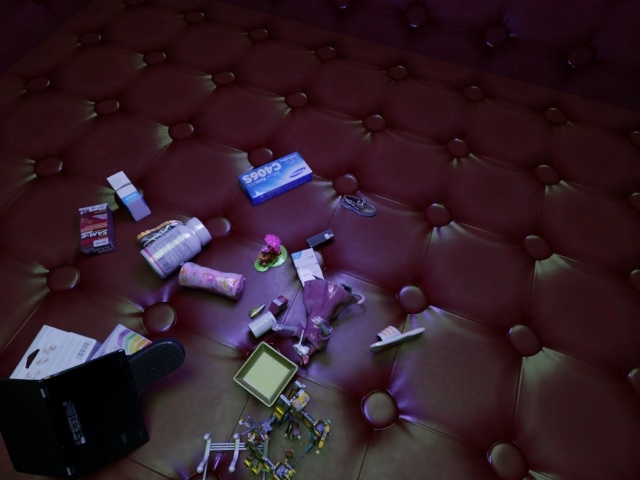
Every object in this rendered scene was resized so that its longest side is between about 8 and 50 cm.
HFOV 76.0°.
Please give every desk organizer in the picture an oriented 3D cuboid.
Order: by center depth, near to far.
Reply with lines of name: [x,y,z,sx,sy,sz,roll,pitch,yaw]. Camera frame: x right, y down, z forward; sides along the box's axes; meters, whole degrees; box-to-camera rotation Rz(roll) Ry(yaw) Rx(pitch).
desk organizer: [0.000,0.000,1.964,0.130,0.050,0.047,-25,64,-16]

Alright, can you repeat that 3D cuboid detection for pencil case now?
pencil case: [-0.479,0.174,1.804,0.284,0.124,0.124,13,60,7]

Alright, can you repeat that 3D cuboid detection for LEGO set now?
LEGO set: [-0.104,0.660,1.429,0.331,0.192,0.255,-21,54,-42]

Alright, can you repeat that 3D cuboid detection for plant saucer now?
plant saucer: [-0.216,0.536,1.640,0.188,0.045,0.188,31,64,16]

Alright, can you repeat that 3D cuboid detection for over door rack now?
over door rack: [-0.304,0.844,1.419,0.240,0.108,0.324,0,59,-1]

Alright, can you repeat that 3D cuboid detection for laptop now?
laptop: [-0.888,0.603,1.448,0.408,0.381,0.236,-18,16,-36]

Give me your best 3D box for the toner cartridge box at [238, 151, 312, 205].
toner cartridge box: [-0.233,-0.325,2.134,0.348,0.075,0.165,-27,65,-17]

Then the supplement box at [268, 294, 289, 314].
supplement box: [-0.180,0.277,1.769,0.043,0.054,0.083,35,27,17]

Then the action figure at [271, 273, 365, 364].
action figure: [-0.013,0.344,1.721,0.248,0.276,0.369,3,69,44]

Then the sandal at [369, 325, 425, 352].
sandal: [0.311,0.397,1.720,0.266,0.102,0.076,-14,59,-20]

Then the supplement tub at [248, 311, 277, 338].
supplement tub: [-0.244,0.356,1.732,0.107,0.071,0.071,-32,65,-18]

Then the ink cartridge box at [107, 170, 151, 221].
ink cartridge box: [-0.934,-0.217,2.000,0.086,0.148,0.203,-34,67,-19]

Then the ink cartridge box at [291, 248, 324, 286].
ink cartridge box: [-0.058,0.136,1.875,0.104,0.060,0.180,-15,61,-12]

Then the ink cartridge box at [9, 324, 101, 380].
ink cartridge box: [-1.055,0.499,1.622,0.239,0.060,0.275,14,60,7]

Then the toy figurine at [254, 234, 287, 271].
toy figurine: [-0.237,0.044,1.866,0.130,0.159,0.173,40,66,20]

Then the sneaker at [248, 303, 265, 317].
sneaker: [-0.278,0.299,1.786,0.083,0.031,0.035,-39,68,-22]

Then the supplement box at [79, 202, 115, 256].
supplement box: [-1.061,-0.052,1.942,0.130,0.073,0.239,-14,62,-11]

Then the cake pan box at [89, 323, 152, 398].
cake pan box: [-0.783,0.503,1.627,0.246,0.070,0.266,25,62,14]

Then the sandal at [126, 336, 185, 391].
sandal: [-0.718,0.490,1.526,0.446,0.107,0.167,-21,107,-7]

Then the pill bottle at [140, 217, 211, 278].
pill bottle: [-0.649,0.029,1.858,0.160,0.160,0.283,41,65,20]

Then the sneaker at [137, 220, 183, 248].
sneaker: [-0.749,-0.025,1.941,0.215,0.084,0.083,-28,77,-14]

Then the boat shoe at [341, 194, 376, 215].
boat shoe: [0.195,-0.178,2.068,0.183,0.066,0.066,18,61,9]
